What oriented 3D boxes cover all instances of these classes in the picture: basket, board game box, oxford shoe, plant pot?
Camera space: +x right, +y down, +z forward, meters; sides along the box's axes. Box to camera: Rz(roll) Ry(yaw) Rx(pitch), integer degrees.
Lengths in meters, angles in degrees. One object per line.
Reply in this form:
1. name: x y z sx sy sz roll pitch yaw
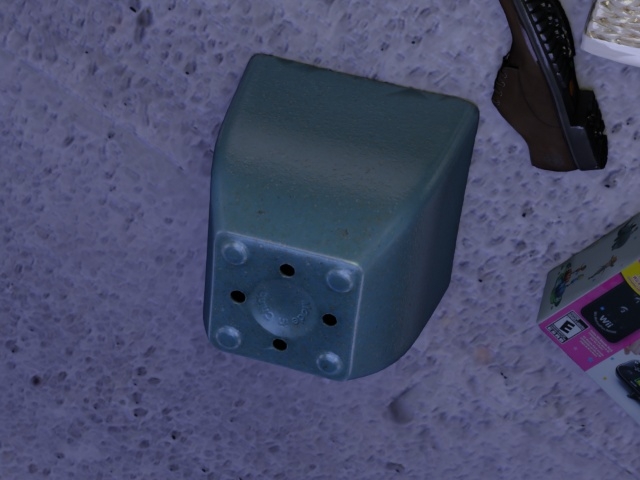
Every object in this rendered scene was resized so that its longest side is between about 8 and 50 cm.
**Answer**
1. basket: 0.328 -0.213 1.363 0.167 0.113 0.103 16 123 9
2. board game box: 0.404 0.059 1.532 0.224 0.097 0.303 43 125 -12
3. oxford shoe: 0.198 -0.158 1.465 0.096 0.083 0.227 -7 119 28
4. plant pot: 0.000 0.000 1.535 0.247 0.252 0.247 13 127 10
